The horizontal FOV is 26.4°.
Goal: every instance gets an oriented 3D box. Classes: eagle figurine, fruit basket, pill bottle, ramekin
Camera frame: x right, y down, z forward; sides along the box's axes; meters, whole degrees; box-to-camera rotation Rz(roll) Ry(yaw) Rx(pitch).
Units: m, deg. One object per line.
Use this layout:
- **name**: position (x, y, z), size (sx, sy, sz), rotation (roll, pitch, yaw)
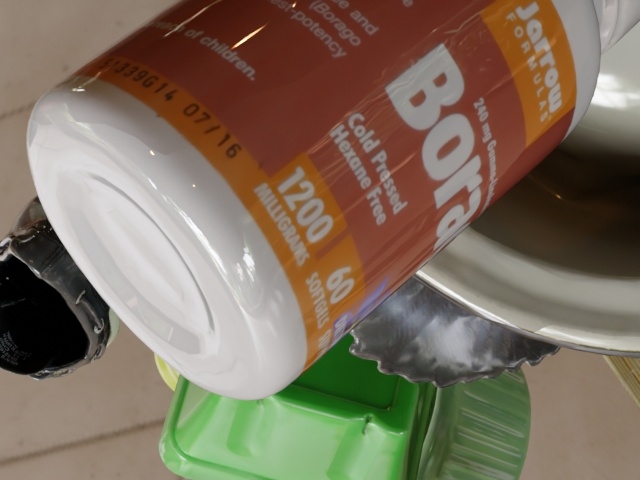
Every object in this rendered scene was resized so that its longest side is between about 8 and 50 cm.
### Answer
- **eagle figurine**: position (0.144, -0.062, 0.871), size (0.298, 0.225, 0.226), rotation (-28, 26, 41)
- **fruit basket**: position (-0.020, 0.089, 1.356), size (0.283, 0.392, 0.392), rotation (16, 67, -3)
- **pill bottle**: position (0.017, -0.055, 0.470), size (0.121, 0.121, 0.216), rotation (29, 58, 38)
- **ramekin**: position (0.098, 0.215, 1.539), size (0.303, 0.148, 0.303), rotation (-40, 38, 41)

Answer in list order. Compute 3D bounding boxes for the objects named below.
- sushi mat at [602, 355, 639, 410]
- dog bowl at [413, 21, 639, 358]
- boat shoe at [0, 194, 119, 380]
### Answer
- **sushi mat**: position (0.317, 0.093, 1.314), size (0.019, 0.316, 0.151), rotation (-25, 14, 48)
- **dog bowl**: position (0.164, -0.160, 0.644), size (0.408, 0.150, 0.408), rotation (5, 103, 25)
- **boat shoe**: position (-0.230, 0.056, 1.126), size (0.113, 0.127, 0.340), rotation (-53, 6, -32)
